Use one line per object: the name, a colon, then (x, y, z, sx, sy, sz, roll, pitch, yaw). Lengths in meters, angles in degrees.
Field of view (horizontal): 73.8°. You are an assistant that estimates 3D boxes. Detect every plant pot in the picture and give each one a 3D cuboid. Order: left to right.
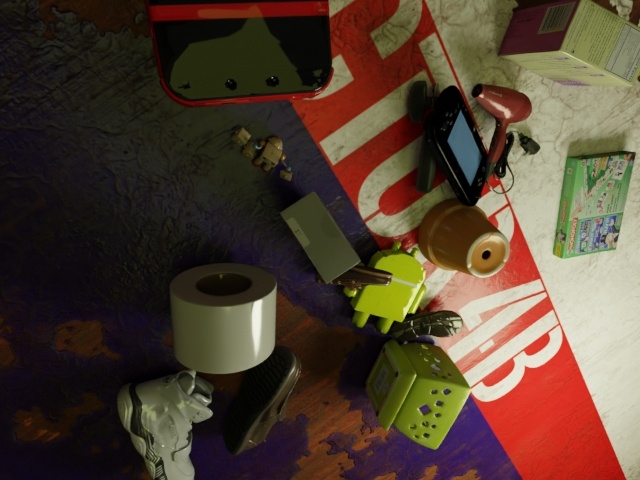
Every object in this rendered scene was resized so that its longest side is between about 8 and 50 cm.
plant pot: (0.267, 0.437, 1.268, 0.207, 0.227, 0.228, 19, 104, -14)
plant pot: (0.401, 0.006, 1.163, 0.205, 0.188, 0.205, -5, 110, -14)

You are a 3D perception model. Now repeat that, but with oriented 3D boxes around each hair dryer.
hair dryer: (0.482, -0.288, 1.111, 0.223, 0.080, 0.293, -47, 114, -22)

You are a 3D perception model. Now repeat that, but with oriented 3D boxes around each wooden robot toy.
wooden robot toy: (-0.126, -0.217, 1.014, 0.173, 0.076, 0.079, 32, 63, -23)

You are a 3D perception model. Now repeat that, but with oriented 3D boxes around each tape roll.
tape roll: (-0.228, 0.175, 1.014, 0.246, 0.246, 0.169, -1, 109, -16)

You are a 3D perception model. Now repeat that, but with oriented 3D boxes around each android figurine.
android figurine: (0.193, 0.134, 1.222, 0.248, 0.056, 0.273, 16, 104, -20)

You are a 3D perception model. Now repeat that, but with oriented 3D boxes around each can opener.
can opener: (0.271, -0.265, 1.104, 0.093, 0.074, 0.280, 5, 109, 18)

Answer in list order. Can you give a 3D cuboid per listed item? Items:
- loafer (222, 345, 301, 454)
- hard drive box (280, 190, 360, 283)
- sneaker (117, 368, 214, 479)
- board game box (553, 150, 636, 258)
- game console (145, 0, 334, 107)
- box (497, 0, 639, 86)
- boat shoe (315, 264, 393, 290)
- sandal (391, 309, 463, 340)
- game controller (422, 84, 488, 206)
loafer: (-0.153, 0.446, 1.213, 0.130, 0.134, 0.366, 13, 117, -44)
hard drive box: (0.000, 0.000, 0.993, 0.089, 0.232, 0.181, -33, 86, -3)
sneaker: (-0.371, 0.511, 1.151, 0.210, 0.137, 0.366, -21, 110, -5)
board game box: (0.849, -0.109, 1.328, 0.213, 0.046, 0.317, -8, 111, -12)
game console: (-0.164, -0.473, 0.910, 0.387, 0.060, 0.342, -9, 105, -14)
box: (0.612, -0.472, 1.037, 0.243, 0.213, 0.117, 13, 105, -19)
boat shoe: (0.087, 0.099, 1.136, 0.207, 0.073, 0.073, 10, 95, 18)
sandal: (0.324, 0.256, 1.308, 0.219, 0.060, 0.090, -12, 107, 4)
game controller: (0.355, -0.230, 1.076, 0.319, 0.067, 0.166, 44, 73, -41)
